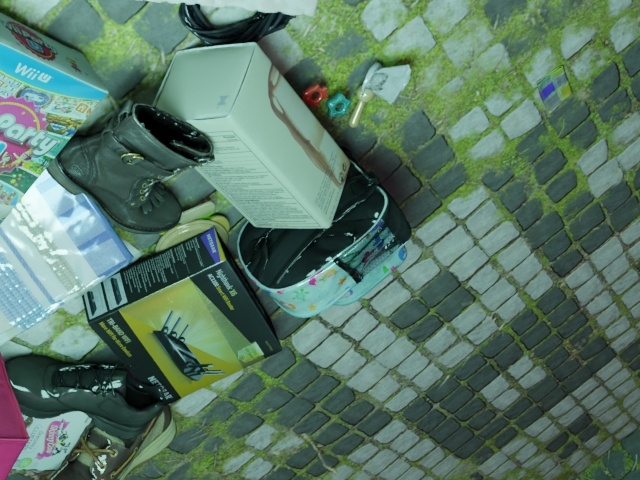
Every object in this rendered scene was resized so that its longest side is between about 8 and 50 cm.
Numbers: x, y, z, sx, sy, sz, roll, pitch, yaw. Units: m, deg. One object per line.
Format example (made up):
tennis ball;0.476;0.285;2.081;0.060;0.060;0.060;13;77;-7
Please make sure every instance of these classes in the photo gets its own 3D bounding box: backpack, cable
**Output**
backpack;0.000;0.000;1.521;0.253;0.225;0.191;-39;136;-3
cable;-0.106;-0.338;1.265;0.184;0.047;0.150;-22;137;-13

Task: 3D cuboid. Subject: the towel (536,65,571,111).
towel;0.430;-0.278;1.700;0.060;0.009;0.083;-36;139;2

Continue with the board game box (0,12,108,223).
board game box;-0.451;-0.138;1.152;0.303;0.097;0.224;-47;148;15

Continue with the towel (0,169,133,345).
towel;-0.444;0.024;1.355;0.285;0.034;0.209;-32;115;-5

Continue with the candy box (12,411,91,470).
candy box;-0.514;0.318;1.604;0.196;0.070;0.165;14;120;-42

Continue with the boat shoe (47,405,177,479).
boat shoe;-0.391;0.377;1.645;0.342;0.123;0.123;-36;137;-42

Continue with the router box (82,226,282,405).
router box;-0.227;0.139;1.586;0.243;0.081;0.309;-26;142;0

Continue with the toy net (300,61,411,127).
toy net;0.034;-0.230;1.466;0.232;0.045;0.122;-33;137;-4

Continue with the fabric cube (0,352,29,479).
fabric cube;-0.622;0.287;1.365;0.254;0.259;0.258;13;119;-39

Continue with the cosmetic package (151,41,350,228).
cosmetic package;-0.095;-0.143;1.355;0.296;0.153;0.129;47;53;-50

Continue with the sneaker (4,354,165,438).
sneaker;-0.390;0.242;1.546;0.286;0.109;0.130;21;139;-34

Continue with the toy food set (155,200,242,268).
toy food set;-0.210;0.002;1.536;0.132;0.038;0.192;-22;143;-4

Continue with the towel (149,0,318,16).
towel;-0.114;-0.441;1.127;0.332;0.053;0.317;-2;121;-32

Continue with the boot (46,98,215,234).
boot;-0.233;-0.095;1.292;0.229;0.091;0.263;-13;151;37
